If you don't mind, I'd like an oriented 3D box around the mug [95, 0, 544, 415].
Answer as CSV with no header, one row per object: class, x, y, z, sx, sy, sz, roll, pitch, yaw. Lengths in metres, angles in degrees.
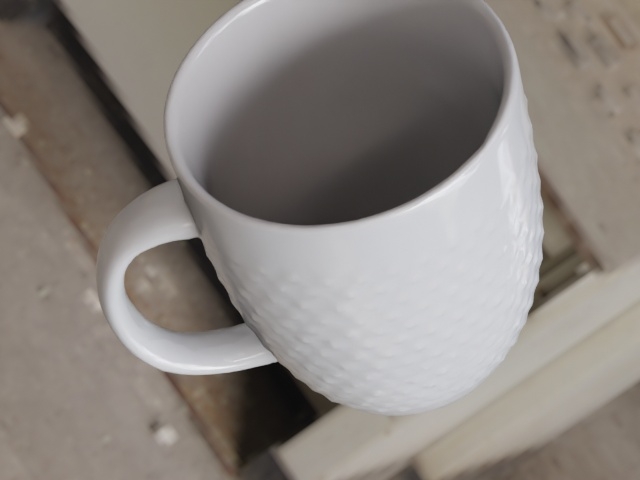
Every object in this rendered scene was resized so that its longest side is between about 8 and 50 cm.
mug,0.000,0.000,1.614,0.328,0.374,0.276,71,1,-50
